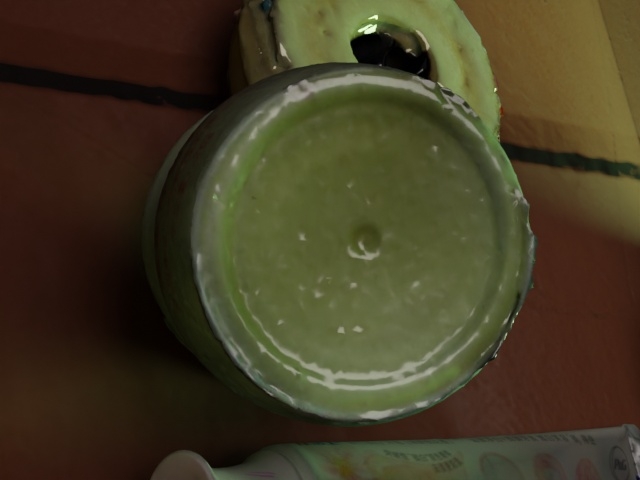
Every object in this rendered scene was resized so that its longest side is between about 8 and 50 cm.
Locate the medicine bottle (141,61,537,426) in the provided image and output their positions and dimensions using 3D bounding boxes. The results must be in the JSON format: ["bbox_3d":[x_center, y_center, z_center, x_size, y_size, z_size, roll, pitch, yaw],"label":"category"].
[{"bbox_3d":[0.000,0.000,0.529,0.147,0.143,0.147,-1,93,-16],"label":"medicine bottle"}]

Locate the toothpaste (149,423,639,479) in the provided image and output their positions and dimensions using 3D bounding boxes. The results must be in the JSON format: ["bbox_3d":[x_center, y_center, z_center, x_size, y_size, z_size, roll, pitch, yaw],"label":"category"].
[{"bbox_3d":[0.068,0.131,0.593,0.323,0.066,0.100,8,57,-38],"label":"toothpaste"}]

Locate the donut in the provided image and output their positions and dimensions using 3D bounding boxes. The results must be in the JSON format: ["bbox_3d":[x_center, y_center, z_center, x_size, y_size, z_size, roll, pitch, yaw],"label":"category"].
[{"bbox_3d":[0.022,-0.082,0.668,0.175,0.068,0.174,18,57,-31],"label":"donut"}]
